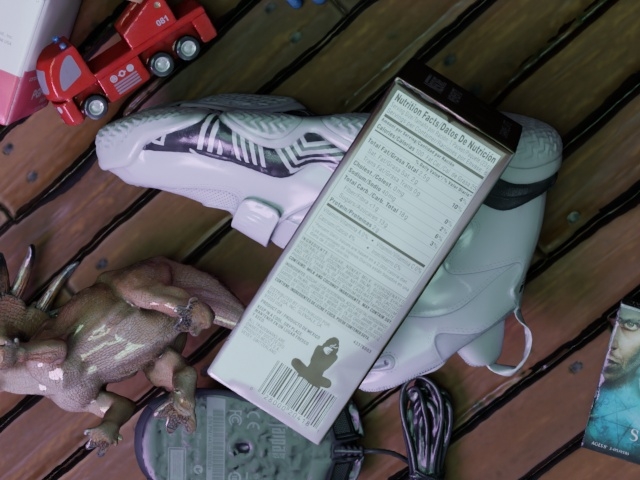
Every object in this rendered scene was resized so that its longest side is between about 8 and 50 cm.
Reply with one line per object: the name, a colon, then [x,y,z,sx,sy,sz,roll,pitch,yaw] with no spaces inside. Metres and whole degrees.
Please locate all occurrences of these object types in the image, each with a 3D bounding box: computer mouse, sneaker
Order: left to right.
computer mouse: [-0.017,0.202,1.647,0.262,0.060,0.184,-4,98,5]
sneaker: [0.000,0.000,1.547,0.366,0.137,0.210,4,101,12]

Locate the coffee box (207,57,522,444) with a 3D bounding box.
coffee box: [0.034,0.004,1.406,0.098,0.141,0.246,33,102,0]

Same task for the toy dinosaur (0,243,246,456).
toy dinosaur: [-0.172,0.068,1.624,0.296,0.200,0.127,-16,117,-3]

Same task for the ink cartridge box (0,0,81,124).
ink cartridge box: [-0.270,-0.226,1.596,0.159,0.092,0.218,24,110,9]

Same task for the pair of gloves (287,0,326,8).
pair of gloves: [-0.005,-0.277,1.544,0.198,0.023,0.159,-34,92,20]

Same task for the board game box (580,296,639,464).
board game box: [0.308,0.128,1.549,0.186,0.026,0.126,16,107,12]

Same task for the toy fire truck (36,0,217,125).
toy fire truck: [-0.152,-0.192,1.558,0.192,0.047,0.135,-33,113,-7]
